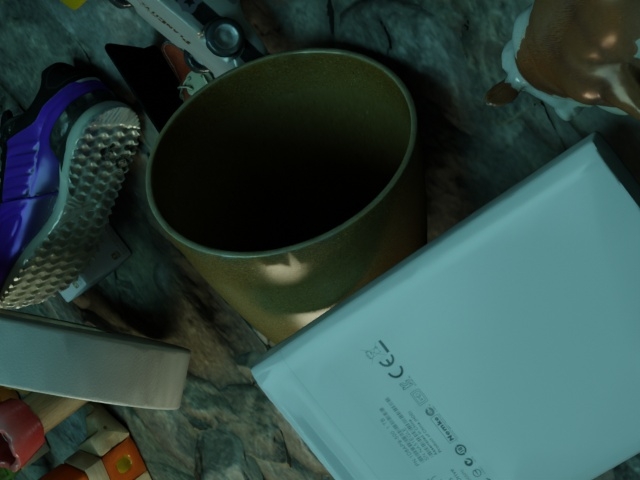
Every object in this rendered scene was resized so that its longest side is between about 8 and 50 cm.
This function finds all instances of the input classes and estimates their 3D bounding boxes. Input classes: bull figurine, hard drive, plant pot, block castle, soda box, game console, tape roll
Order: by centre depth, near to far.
[{"bbox_3d":[0.225,-0.158,1.261,0.188,0.101,0.310,36,146,17],"label":"bull figurine"},{"bbox_3d":[0.148,0.101,1.464,0.353,0.047,0.233,-35,98,25],"label":"hard drive"},{"bbox_3d":[0.000,0.000,1.602,0.237,0.237,0.254,25,154,35],"label":"plant pot"},{"bbox_3d":[-0.164,-0.126,1.772,0.122,0.071,0.107,57,149,18],"label":"game console"},{"bbox_3d":[-0.336,0.115,1.990,0.392,0.392,0.072,8,87,47],"label":"tape roll"},{"bbox_3d":[-0.315,-0.041,2.053,0.216,0.074,0.069,52,146,1],"label":"soda box"},{"bbox_3d":[-0.376,0.373,2.386,0.303,0.213,0.453,9,127,47],"label":"block castle"}]

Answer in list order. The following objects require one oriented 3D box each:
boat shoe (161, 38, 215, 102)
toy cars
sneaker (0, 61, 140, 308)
[{"bbox_3d":[-0.111,-0.140,1.741,0.137,0.043,0.049,52,149,3],"label":"boat shoe"},{"bbox_3d":[-0.198,-0.269,1.687,0.394,0.087,0.176,29,165,28],"label":"toy cars"},{"bbox_3d":[-0.298,-0.065,1.949,0.146,0.102,0.293,46,122,28],"label":"sneaker"}]
